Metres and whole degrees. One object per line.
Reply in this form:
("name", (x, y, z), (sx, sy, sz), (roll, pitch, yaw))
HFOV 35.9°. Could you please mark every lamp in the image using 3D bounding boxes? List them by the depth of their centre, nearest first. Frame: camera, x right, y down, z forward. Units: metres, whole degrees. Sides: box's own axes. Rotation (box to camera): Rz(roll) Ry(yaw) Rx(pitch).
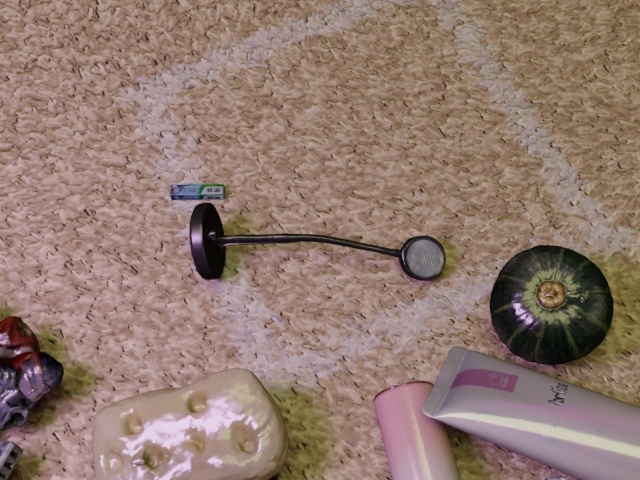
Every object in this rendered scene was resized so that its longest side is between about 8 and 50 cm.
("lamp", (-0.009, 0.005, 1.462), (0.371, 0.108, 0.130), (-2, 82, -10))

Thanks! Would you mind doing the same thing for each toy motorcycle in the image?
("toy motorcycle", (-0.457, 0.260, 1.304), (0.207, 0.134, 0.401), (2, 61, 11))

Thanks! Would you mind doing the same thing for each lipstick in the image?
("lipstick", (0.146, 0.345, 1.255), (0.087, 0.087, 0.327), (-11, 62, -4))

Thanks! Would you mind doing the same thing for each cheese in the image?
("cheese", (-0.172, 0.263, 1.291), (0.262, 0.093, 0.159), (-15, 67, 9))

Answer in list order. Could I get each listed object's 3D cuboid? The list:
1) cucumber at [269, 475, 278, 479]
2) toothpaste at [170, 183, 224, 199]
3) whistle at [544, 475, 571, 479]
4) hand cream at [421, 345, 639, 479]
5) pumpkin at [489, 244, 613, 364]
("cucumber", (-0.070, 0.321, 1.309), (0.034, 0.033, 0.135), (-49, 62, 10))
("toothpaste", (-0.191, -0.076, 1.534), (0.083, 0.017, 0.020), (-1, 61, 2))
("whistle", (0.274, 0.446, 1.211), (0.062, 0.062, 0.312), (15, 63, 10))
("hand cream", (0.321, 0.240, 1.286), (0.358, 0.118, 0.185), (21, 30, 12))
("pumpkin", (0.317, 0.091, 1.362), (0.167, 0.125, 0.167), (-2, 61, 4))
